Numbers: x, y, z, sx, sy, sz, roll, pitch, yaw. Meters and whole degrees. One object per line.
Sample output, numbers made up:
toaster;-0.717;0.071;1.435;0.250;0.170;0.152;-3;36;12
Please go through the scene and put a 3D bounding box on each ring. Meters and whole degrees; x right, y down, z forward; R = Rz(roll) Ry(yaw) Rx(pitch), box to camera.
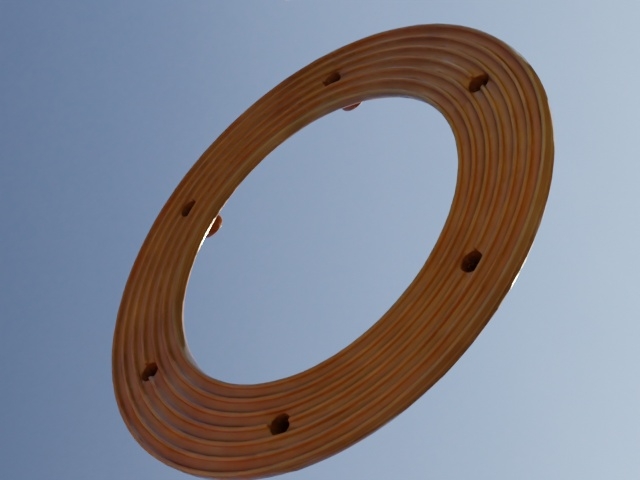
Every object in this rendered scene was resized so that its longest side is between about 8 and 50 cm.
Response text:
ring;0.000;0.000;0.724;0.032;0.336;0.336;43;-134;-35
